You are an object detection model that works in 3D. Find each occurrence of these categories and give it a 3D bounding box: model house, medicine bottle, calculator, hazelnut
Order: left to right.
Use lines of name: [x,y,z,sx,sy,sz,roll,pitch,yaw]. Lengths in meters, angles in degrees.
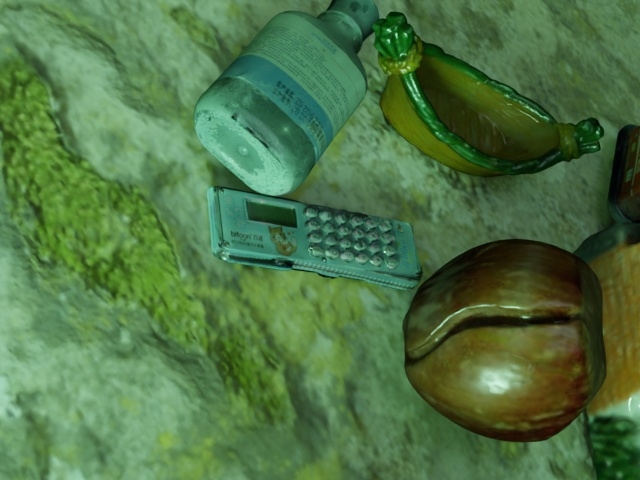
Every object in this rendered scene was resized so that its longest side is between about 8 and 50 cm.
medicine bottle: [-0.013,-0.118,0.833,0.090,0.054,0.208,42,44,-8]
calculator: [0.000,0.000,0.801,0.172,0.018,0.057,10,58,-33]
hazelnut: [0.125,0.066,0.791,0.143,0.143,0.154,36,40,-16]
model house: [0.347,0.081,0.843,0.190,0.301,0.271,15,56,-23]

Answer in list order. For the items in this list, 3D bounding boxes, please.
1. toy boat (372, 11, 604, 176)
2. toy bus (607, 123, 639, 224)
toy boat: [0.120,-0.106,0.907,0.230,0.088,0.088,20,55,-29]
toy bus: [0.390,-0.015,1.044,0.265,0.120,0.121,34,50,-17]
